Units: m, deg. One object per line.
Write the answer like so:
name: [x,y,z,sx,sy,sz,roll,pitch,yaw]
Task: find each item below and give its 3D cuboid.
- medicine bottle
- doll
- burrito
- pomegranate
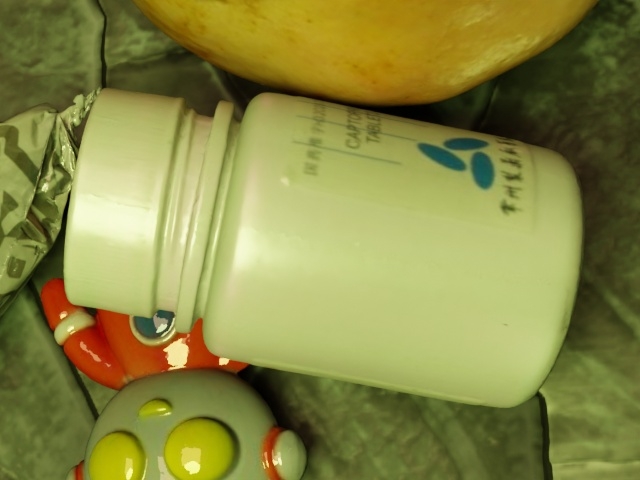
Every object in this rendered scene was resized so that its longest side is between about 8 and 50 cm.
medicine bottle: [0.000,0.000,0.719,0.293,0.170,0.170,10,77,-5]
doll: [-0.103,0.096,0.809,0.200,0.105,0.336,-9,72,11]
burrito: [-0.309,0.056,0.863,0.445,0.139,0.101,-56,39,1]
pomegranate: [0.018,-0.293,0.734,0.412,0.411,0.411,-5,74,17]
